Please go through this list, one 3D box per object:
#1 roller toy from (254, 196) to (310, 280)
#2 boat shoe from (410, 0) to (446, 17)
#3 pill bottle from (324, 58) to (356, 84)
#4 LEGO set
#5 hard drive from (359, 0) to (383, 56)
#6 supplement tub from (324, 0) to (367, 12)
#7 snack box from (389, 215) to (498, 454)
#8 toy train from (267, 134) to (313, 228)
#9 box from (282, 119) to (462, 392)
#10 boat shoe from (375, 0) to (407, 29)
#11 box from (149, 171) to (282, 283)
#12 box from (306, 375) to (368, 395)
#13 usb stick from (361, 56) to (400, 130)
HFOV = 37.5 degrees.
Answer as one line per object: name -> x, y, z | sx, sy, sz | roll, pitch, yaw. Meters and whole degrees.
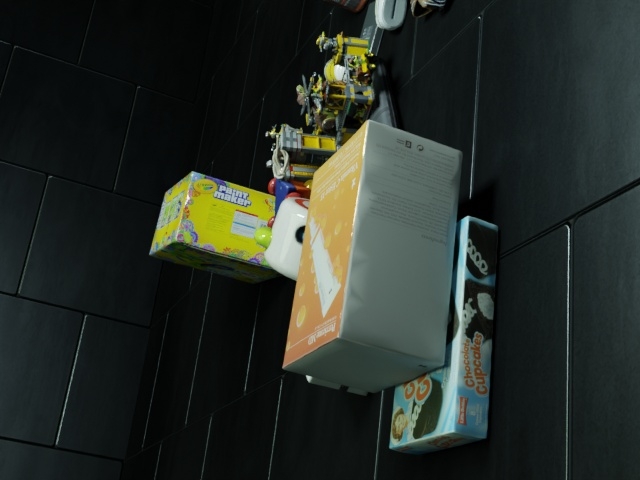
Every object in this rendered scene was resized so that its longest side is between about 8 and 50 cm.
roller toy -> 0.000, 0.000, 1.821 | 0.191, 0.209, 0.146 | 31, 105, 45
boat shoe -> 0.221, -0.471, 1.794 | 0.183, 0.066, 0.066 | 160, 120, -78
pill bottle -> 0.056, -0.387, 2.157 | 0.116, 0.065, 0.065 | -154, 81, -69
LEGO set -> -0.016, -0.276, 1.986 | 0.331, 0.192, 0.255 | 111, 161, -55
hard drive -> 0.118, -0.475, 2.121 | 0.094, 0.022, 0.135 | -172, 97, -70
supplement tub -> 0.019, -0.622, 2.242 | 0.106, 0.198, 0.106 | -164, 90, -69
snack box -> 0.183, 0.145, 1.404 | 0.187, 0.060, 0.322 | 141, 140, -59
toy train -> -0.025, -0.104, 1.943 | 0.105, 0.143, 0.248 | -135, 42, -53
box -> 0.080, 0.030, 1.431 | 0.215, 0.168, 0.345 | 141, 142, -59
boat shoe -> 0.154, -0.559, 1.998 | 0.076, 0.083, 0.226 | -157, 83, -69
box -> -0.234, -0.021, 2.316 | 0.279, 0.290, 0.177 | -19, 57, 65
box -> 0.047, 0.145, 1.682 | 0.182, 0.119, 0.181 | -114, 44, -60
usb stick -> 0.121, -0.275, 1.920 | 0.278, 0.045, 0.077 | -95, 28, -46
